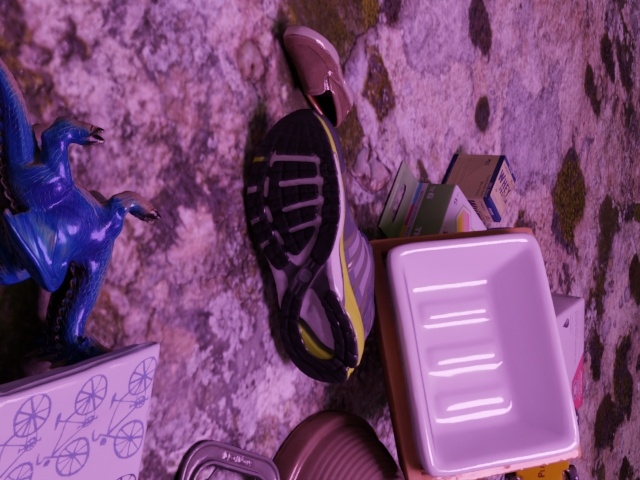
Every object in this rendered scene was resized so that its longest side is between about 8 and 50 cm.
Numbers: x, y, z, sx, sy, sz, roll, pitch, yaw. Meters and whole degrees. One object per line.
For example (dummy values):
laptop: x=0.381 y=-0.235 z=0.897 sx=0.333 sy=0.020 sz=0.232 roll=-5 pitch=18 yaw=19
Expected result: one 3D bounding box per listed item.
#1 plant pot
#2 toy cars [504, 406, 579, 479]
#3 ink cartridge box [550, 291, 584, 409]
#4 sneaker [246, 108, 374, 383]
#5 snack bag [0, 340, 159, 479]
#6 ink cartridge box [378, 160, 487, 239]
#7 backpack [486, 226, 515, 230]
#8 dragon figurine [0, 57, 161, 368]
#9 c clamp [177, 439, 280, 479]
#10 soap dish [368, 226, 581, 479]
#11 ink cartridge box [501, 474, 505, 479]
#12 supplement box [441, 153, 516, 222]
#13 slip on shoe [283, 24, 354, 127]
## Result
plant pot: x=0.037 y=0.327 z=1.011 sx=0.237 sy=0.109 sz=0.237 roll=-10 pitch=103 yaw=-55
toy cars: x=0.231 y=0.222 z=1.202 sx=0.393 sy=0.087 sz=0.176 roll=43 pitch=95 yaw=-13
ink cartridge box: x=0.330 y=0.217 z=1.400 sx=0.283 sy=0.117 sz=0.207 roll=-19 pitch=111 yaw=-52
sneaker: x=0.000 y=0.000 z=0.936 sx=0.121 sy=0.111 sz=0.300 roll=-47 pitch=136 yaw=-58
snack bag: x=-0.260 y=0.241 z=0.573 sx=0.342 sy=0.037 sz=0.323 roll=-9 pitch=118 yaw=-54
ink cartridge box: x=0.165 y=-0.009 z=1.182 sx=0.209 sy=0.062 sz=0.109 roll=47 pitch=58 yaw=-46
backpack: x=0.276 y=0.037 z=1.316 sx=0.101 sy=0.098 sz=0.120 roll=40 pitch=63 yaw=-45
dragon figurine: x=-0.213 y=-0.014 z=0.628 sx=0.144 sy=0.085 sz=0.289 roll=-59 pitch=139 yaw=-32
c clamp: x=-0.092 y=0.282 z=0.878 sx=0.160 sy=0.022 sz=0.137 roll=37 pitch=64 yaw=-38
soap dish: x=0.177 y=0.137 z=1.040 sx=0.228 sy=0.118 sz=0.291 roll=-5 pitch=77 yaw=-19
ink cartridge box: x=0.356 y=0.479 z=1.486 sx=0.181 sy=0.104 sz=0.062 roll=-62 pitch=140 yaw=-29
supplement box: x=0.227 y=-0.077 z=1.243 sx=0.056 sy=0.083 sz=0.083 roll=53 pitch=53 yaw=-43
slip on shoe: x=-0.003 y=-0.177 z=0.935 sx=0.135 sy=0.051 sz=0.041 roll=56 pitch=48 yaw=-52
